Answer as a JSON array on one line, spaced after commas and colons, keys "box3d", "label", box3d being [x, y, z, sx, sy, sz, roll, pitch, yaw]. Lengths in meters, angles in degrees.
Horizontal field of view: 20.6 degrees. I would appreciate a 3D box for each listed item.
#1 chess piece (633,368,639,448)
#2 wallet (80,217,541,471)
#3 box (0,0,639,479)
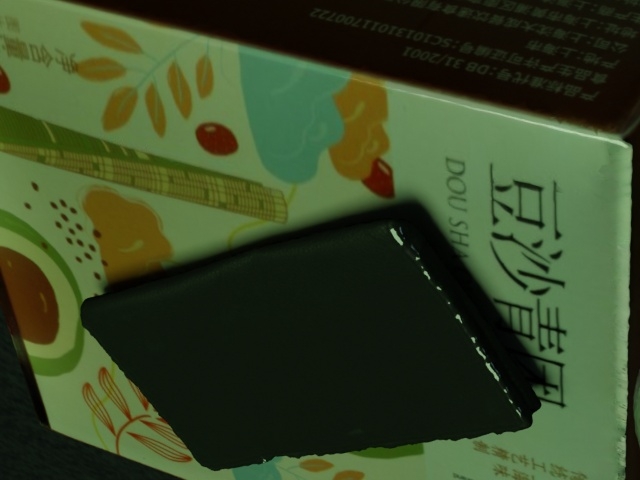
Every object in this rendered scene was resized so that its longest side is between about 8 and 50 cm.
[{"box3d": [0.182, 0.012, 0.662, 0.139, 0.271, 0.139, 21, 139, 19], "label": "chess piece"}, {"box3d": [-0.012, 0.054, 0.860, 0.244, 0.025, 0.124, -15, 120, 48], "label": "wallet"}, {"box3d": [0.000, 0.000, 0.917, 0.385, 0.122, 0.344, 16, 138, 25], "label": "box"}]
